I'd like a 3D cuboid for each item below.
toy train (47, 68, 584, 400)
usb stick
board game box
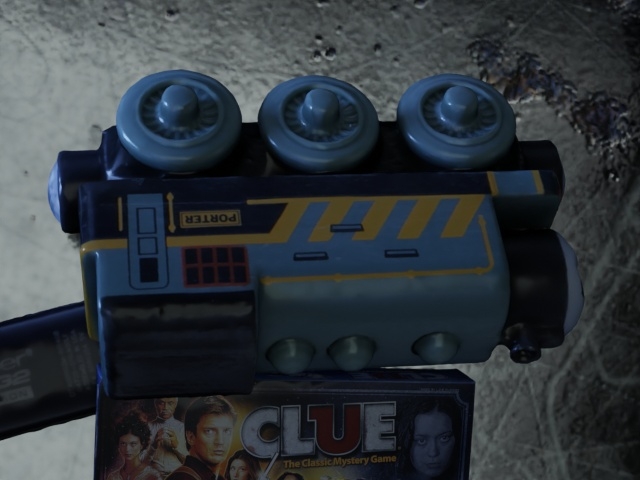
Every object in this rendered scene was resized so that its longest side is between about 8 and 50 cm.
[{"bbox_3d":[0.000,0.000,0.758,0.333,0.142,0.190,-1,54,-10],"label":"toy train"},{"bbox_3d":[-0.243,0.100,0.788,0.278,0.045,0.077,-14,84,-9],"label":"usb stick"},{"bbox_3d":[-0.025,0.165,0.791,0.243,0.042,0.165,1,96,-12],"label":"board game box"}]
